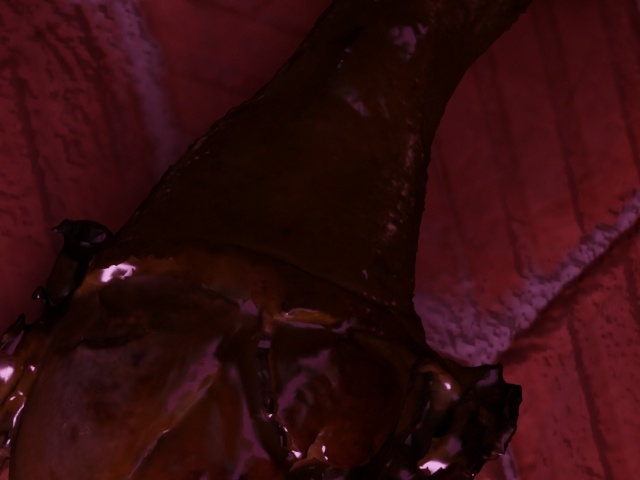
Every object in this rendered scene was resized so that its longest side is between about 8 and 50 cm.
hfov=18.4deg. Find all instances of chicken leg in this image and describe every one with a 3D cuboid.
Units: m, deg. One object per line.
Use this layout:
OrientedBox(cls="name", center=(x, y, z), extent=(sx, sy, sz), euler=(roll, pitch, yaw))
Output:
OrientedBox(cls="chicken leg", center=(0.006, 0.012, 0.866), extent=(0.211, 0.140, 0.361), euler=(39, 80, 0))
